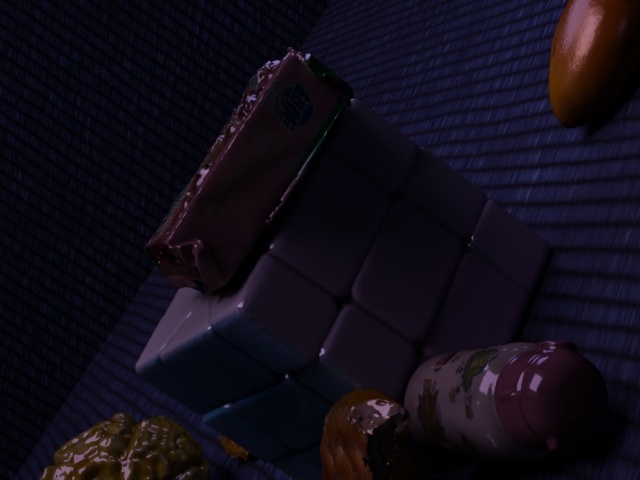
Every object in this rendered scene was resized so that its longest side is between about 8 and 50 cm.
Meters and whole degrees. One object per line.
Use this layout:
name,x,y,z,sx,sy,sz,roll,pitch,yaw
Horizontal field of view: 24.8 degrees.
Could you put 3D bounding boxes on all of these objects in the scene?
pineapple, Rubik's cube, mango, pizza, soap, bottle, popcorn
pineapple,-0.110,0.274,2.223,0.114,0.077,0.114,-48,13,-30
Rubik's cube,0.025,0.082,1.726,0.322,0.316,0.319,-31,28,56
mango,0.352,-0.242,1.837,0.219,0.112,0.145,-70,17,-9
pizza,0.068,0.273,1.501,0.086,0.226,0.335,-18,-29,-16
soap,-0.087,-0.072,1.606,0.273,0.098,0.218,-57,15,-11
bottle,0.187,0.158,1.431,0.120,0.120,0.253,-61,16,-21
popcorn,-0.297,0.386,2.235,0.258,0.270,0.224,-39,64,43

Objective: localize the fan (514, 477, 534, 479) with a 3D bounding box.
fan,0.162,0.287,1.440,0.175,0.005,0.113,-26,32,59
